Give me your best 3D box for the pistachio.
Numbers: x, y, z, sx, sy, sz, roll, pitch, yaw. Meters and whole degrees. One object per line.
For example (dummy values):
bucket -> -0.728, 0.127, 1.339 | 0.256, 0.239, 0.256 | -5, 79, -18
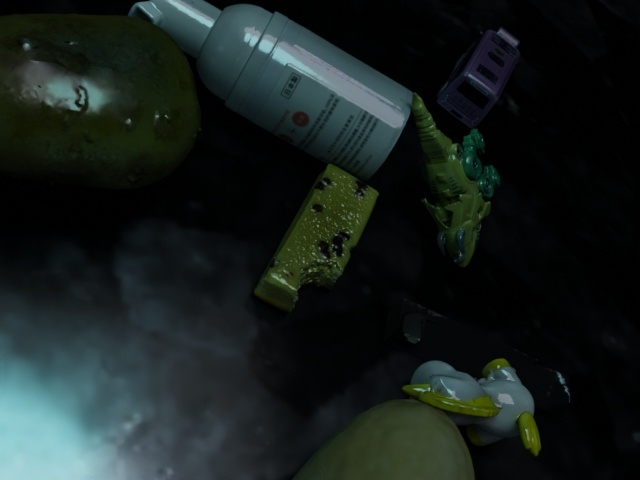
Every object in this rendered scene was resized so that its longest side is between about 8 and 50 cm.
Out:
pistachio -> 0.051, 0.275, 0.797 | 0.181, 0.162, 0.293 | 15, 44, 24

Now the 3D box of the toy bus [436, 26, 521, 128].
toy bus -> 0.264, -0.269, 1.354 | 0.087, 0.098, 0.178 | 35, 47, -3

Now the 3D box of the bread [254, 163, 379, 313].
bread -> 0.000, 0.000, 1.037 | 0.088, 0.049, 0.226 | 32, 48, -7

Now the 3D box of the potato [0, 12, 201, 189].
potato -> -0.272, -0.149, 0.898 | 0.307, 0.173, 0.210 | -2, 62, -30

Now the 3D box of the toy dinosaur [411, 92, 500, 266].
toy dinosaur -> 0.176, -0.100, 1.137 | 0.153, 0.094, 0.259 | -56, 132, -50

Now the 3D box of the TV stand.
TV stand -> 0.203, 0.151, 1.056 | 0.256, 0.040, 0.049 | 26, 49, -13

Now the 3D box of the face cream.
face cream -> -0.067, -0.226, 1.092 | 0.369, 0.145, 0.145 | 30, 48, -11

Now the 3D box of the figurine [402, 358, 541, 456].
figurine -> 0.168, 0.183, 0.955 | 0.178, 0.109, 0.129 | 21, 5, -20
